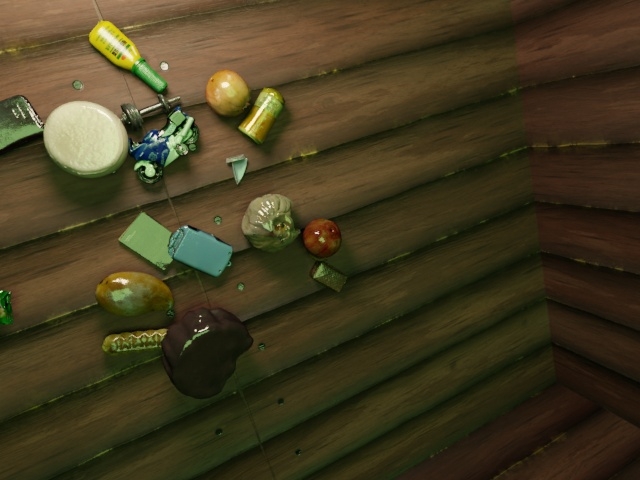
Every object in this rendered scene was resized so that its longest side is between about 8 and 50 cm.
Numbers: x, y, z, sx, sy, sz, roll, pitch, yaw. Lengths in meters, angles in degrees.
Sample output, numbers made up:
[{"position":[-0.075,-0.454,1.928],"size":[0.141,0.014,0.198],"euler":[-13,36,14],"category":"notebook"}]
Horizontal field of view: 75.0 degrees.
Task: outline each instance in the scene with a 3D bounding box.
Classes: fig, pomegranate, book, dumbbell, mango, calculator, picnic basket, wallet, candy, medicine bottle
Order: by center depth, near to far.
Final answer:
[{"position":[-1.193,-0.399,1.518],"size":[0.317,0.045,0.173],"euler":[-31,111,-15],"category":"wallet"},{"position":[-1.280,0.248,1.593],"size":[0.202,0.078,0.142],"euler":[11,85,-11],"category":"candy"},{"position":[-0.735,-0.702,1.623],"size":[0.309,0.076,0.111],"euler":[41,86,-24],"category":"medicine bottle"},{"position":[-0.679,-0.525,1.668],"size":[0.254,0.110,0.110],"euler":[-30,110,-20],"category":"dumbbell"},{"position":[-0.379,-0.600,1.718],"size":[0.191,0.191,0.192],"euler":[-4,102,-21],"category":"pomegranate"},{"position":[-0.769,0.230,1.752],"size":[0.316,0.146,0.193],"euler":[15,102,-30],"category":"mango"},{"position":[-0.718,0.003,1.791],"size":[0.228,0.024,0.160],"euler":[40,84,-23],"category":"book"},{"position":[-0.250,-0.546,1.818],"size":[0.124,0.124,0.239],"euler":[31,90,-23],"category":"medicine bottle"},{"position":[-0.523,0.048,1.849],"size":[0.292,0.051,0.173],"euler":[29,86,-30],"category":"calculator"},{"position":[0.000,-0.001,1.991],"size":[0.204,0.205,0.206],"euler":[-4,102,-21],"category":"fig"},{"position":[0.044,0.184,2.108],"size":[0.193,0.054,0.110],"euler":[31,88,-25],"category":"picnic basket"}]

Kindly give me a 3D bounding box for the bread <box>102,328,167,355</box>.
[{"position":[-0.798,0.442,1.811],"size":[0.269,0.098,0.087],"euler":[-3,59,-20],"category":"bread"}]

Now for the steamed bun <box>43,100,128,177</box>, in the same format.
[{"position":[-0.872,-0.375,1.574],"size":[0.282,0.177,0.284],"euler":[-2,99,-16],"category":"steamed bun"}]

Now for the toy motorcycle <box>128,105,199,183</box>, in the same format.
[{"position":[-0.647,-0.396,1.695],"size":[0.331,0.125,0.196],"euler":[-48,113,-3],"category":"toy motorcycle"}]

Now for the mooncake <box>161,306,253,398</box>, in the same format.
[{"position":[-0.508,0.475,1.840],"size":[0.381,0.212,0.351],"euler":[-43,135,-14],"category":"mooncake"}]

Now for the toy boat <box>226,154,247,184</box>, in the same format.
[{"position":[-0.366,-0.318,1.869],"size":[0.096,0.034,0.122],"euler":[-17,114,-18],"category":"toy boat"}]

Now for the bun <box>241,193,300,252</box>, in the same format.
[{"position":[-0.220,-0.071,1.874],"size":[0.281,0.204,0.282],"euler":[-4,102,-19],"category":"bun"}]
